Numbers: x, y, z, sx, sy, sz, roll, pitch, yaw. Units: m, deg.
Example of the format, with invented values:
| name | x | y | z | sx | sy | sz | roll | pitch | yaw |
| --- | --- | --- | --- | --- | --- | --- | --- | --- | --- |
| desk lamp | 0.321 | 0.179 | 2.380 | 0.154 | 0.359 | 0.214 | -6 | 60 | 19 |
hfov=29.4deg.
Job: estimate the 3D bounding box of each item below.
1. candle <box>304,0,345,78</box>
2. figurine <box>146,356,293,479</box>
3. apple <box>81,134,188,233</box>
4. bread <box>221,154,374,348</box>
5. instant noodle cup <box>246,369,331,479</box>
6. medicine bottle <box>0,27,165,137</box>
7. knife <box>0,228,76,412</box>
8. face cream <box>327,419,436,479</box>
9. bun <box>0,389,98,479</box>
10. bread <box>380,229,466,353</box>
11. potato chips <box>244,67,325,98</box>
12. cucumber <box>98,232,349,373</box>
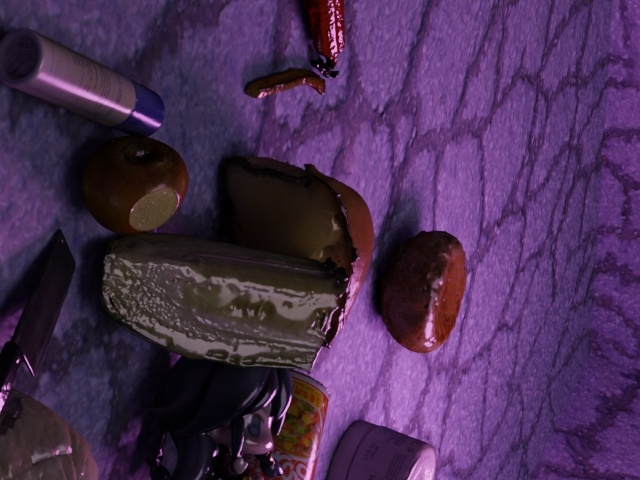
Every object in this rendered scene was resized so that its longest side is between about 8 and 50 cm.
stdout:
| name | x | y | z | sx | sy | sz | roll | pitch | yaw |
| --- | --- | --- | --- | --- | --- | --- | --- | --- | --- |
| candle | -0.001 | -0.328 | 1.663 | 0.059 | 0.084 | 0.301 | -29 | 147 | -15 |
| figurine | -0.131 | 0.258 | 1.561 | 0.175 | 0.197 | 0.265 | 114 | 1 | -73 |
| apple | -0.203 | -0.061 | 1.327 | 0.114 | 0.099 | 0.102 | -18 | 142 | -34 |
| bread | -0.020 | 0.003 | 1.650 | 0.162 | 0.204 | 0.262 | -40 | 142 | -47 |
| instant noodle cup | -0.077 | 0.299 | 1.760 | 0.193 | 0.193 | 0.212 | 65 | 39 | -56 |
| medicine bottle | -0.240 | -0.156 | 1.248 | 0.231 | 0.059 | 0.059 | 21 | 85 | -66 |
| knife | -0.298 | 0.101 | 1.263 | 0.072 | 0.019 | 0.245 | 77 | 21 | -47 |
| face cream | 0.116 | 0.440 | 2.269 | 0.177 | 0.153 | 0.177 | -42 | 140 | -48 |
| bun | -0.314 | 0.269 | 1.252 | 0.220 | 0.134 | 0.220 | -35 | 130 | -56 |
| bread | 0.187 | 0.092 | 2.248 | 0.230 | 0.123 | 0.230 | 10 | 90 | -68 |
| potato chips | -0.043 | -0.216 | 1.681 | 0.204 | 0.026 | 0.037 | -20 | 135 | -62 |
| cucumber | -0.134 | 0.066 | 1.473 | 0.325 | 0.105 | 0.145 | 11 | 103 | -33 |
